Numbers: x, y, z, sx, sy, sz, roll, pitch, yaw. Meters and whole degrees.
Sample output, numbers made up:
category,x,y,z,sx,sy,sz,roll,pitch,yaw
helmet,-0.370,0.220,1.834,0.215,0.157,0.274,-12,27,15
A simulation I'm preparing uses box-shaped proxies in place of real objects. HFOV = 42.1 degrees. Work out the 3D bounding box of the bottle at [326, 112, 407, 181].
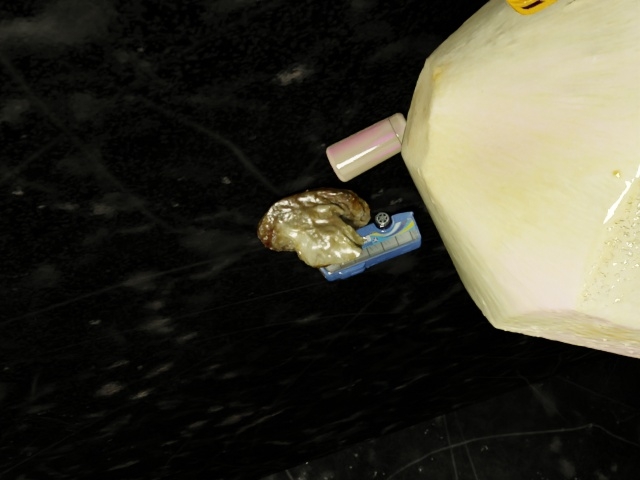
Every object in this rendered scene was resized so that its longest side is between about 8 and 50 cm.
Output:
category,x,y,z,sx,sy,sz,roll,pitch,yaw
bottle,0.057,-0.107,0.941,0.096,0.045,0.045,-28,155,9

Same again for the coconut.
category,x,y,z,sx,sy,sz,roll,pitch,yaw
coconut,0.227,-0.074,0.628,0.353,0.352,0.352,-17,155,-8

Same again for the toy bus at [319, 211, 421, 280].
category,x,y,z,sx,sy,sz,roll,pitch,yaw
toy bus,0.064,0.007,1.158,0.153,0.061,0.051,-22,161,-2

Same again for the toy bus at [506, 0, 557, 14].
category,x,y,z,sx,sy,sz,roll,pitch,yaw
toy bus,0.112,-0.242,0.528,0.083,0.194,0.088,-34,149,26

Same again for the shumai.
category,x,y,z,sx,sy,sz,roll,pitch,yaw
shumai,-0.010,-0.007,1.048,0.139,0.105,0.123,12,152,-8
